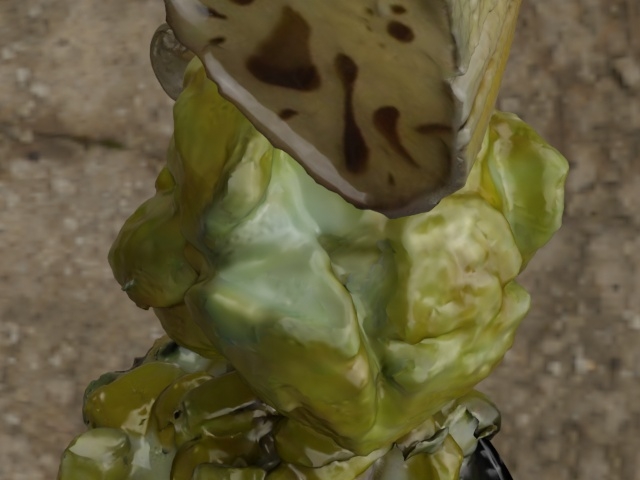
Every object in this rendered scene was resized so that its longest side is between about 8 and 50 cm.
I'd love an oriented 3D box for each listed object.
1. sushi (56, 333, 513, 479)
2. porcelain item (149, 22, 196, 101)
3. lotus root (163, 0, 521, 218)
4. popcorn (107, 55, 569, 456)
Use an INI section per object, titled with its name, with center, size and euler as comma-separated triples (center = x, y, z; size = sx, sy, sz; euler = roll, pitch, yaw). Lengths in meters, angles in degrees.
[sushi]
center = -0.050, 0.165, 1.373
size = 0.328, 0.328, 0.285
euler = -30, 141, -11
[porcelain item]
center = -0.076, -0.175, 1.371
size = 0.215, 0.081, 0.069
euler = -82, 154, -62
[lotus root]
center = 0.014, -0.094, 0.554
size = 0.135, 0.095, 0.159
euler = -56, 154, -48
[popcorn]
center = 0.003, 0.003, 1.091
size = 0.225, 0.276, 0.276
euler = 4, 87, -24
